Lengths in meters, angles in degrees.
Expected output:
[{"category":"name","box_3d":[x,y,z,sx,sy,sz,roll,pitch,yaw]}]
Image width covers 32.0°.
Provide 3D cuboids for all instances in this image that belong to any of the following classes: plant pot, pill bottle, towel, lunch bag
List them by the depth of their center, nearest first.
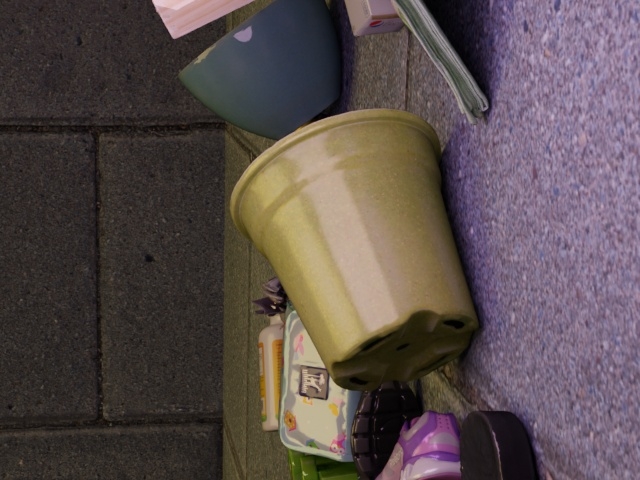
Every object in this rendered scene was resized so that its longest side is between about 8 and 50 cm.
[{"category":"towel","box_3d":[0.087,-0.295,1.293,0.248,0.038,0.325,50,-167,-34]},{"category":"plant pot","box_3d":[0.060,0.028,1.324,0.276,0.276,0.254,106,148,-55]},{"category":"lunch bag","box_3d":[0.018,0.205,1.680,0.262,0.160,0.223,-176,90,-81]},{"category":"plant pot","box_3d":[-0.075,-0.292,1.951,0.195,0.290,0.290,54,171,-7]},{"category":"pill bottle","box_3d":[-0.045,0.227,2.070,0.136,0.136,0.245,133,135,-74]}]

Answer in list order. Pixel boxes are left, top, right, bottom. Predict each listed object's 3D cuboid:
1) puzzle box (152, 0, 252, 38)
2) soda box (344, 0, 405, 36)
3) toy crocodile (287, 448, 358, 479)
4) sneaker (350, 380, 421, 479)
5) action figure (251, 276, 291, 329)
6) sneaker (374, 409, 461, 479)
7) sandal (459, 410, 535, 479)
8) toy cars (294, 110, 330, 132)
[{"category":"puzzle box","box_3d":[0.001,-0.377,1.195,0.052,0.409,0.272,61,-174,-34]},{"category":"soda box","box_3d":[0.064,-0.394,1.532,0.069,0.074,0.216,144,114,-66]},{"category":"toy crocodile","box_3d":[0.018,0.394,1.841,0.340,0.115,0.105,157,106,-80]},{"category":"sneaker","box_3d":[0.084,0.314,1.540,0.106,0.101,0.267,-174,84,-81]},{"category":"action figure","box_3d":[-0.016,0.036,1.850,0.185,0.099,0.285,-26,-39,-55]},{"category":"sneaker","box_3d":[0.122,0.278,1.392,0.236,0.095,0.104,121,152,-59]},{"category":"sandal","box_3d":[0.165,0.396,1.122,0.167,0.107,0.445,117,150,-67]},{"category":"toy cars","box_3d":[-0.052,-0.122,2.058,0.176,0.087,0.393,137,140,-58]}]
